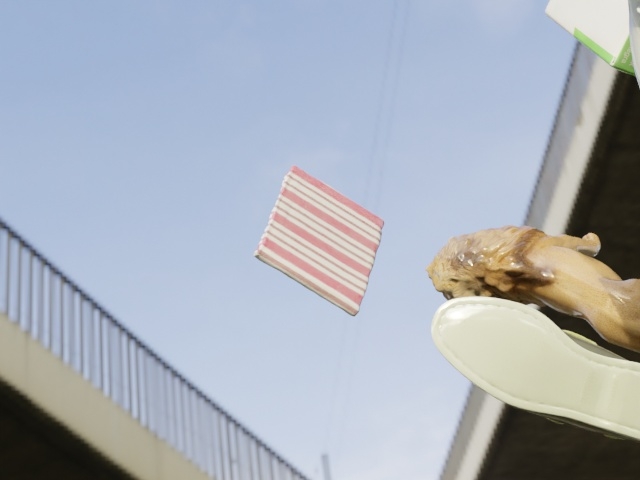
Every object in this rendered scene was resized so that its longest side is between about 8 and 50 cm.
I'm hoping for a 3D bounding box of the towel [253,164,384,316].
[{"bbox_3d":[0.000,0.000,1.750,0.144,0.197,0.029,31,-53,-9],"label":"towel"}]

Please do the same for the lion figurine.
[{"bbox_3d":[0.341,0.067,1.851,0.240,0.142,0.392,1,8,-43],"label":"lion figurine"}]

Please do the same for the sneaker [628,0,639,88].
[{"bbox_3d":[0.288,-0.219,1.230,0.094,0.258,0.091,-23,-32,37],"label":"sneaker"}]

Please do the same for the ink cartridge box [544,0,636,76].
[{"bbox_3d":[0.395,-0.208,1.466,0.273,0.198,0.115,18,-72,-19],"label":"ink cartridge box"}]

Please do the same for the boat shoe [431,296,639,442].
[{"bbox_3d":[0.263,0.150,1.607,0.305,0.109,0.091,21,-10,2],"label":"boat shoe"}]
